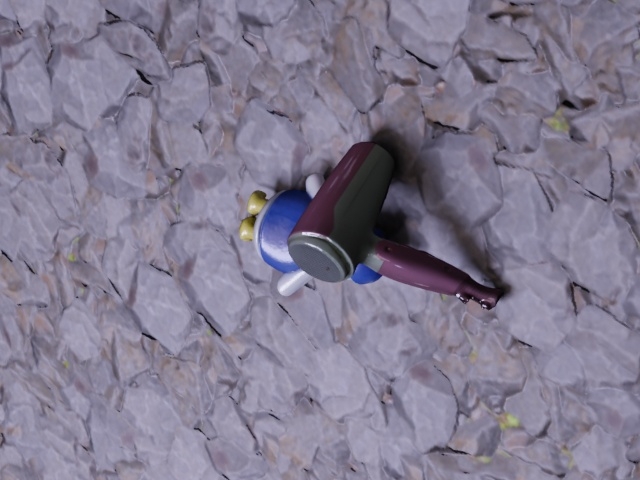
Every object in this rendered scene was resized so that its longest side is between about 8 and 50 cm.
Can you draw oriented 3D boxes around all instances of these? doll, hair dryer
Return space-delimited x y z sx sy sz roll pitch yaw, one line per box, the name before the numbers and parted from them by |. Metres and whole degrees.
doll | 0.000 0.000 1.357 0.143 0.058 0.098 18 97 32
hair dryer | 0.062 0.007 1.299 0.154 0.106 0.054 34 150 -1
